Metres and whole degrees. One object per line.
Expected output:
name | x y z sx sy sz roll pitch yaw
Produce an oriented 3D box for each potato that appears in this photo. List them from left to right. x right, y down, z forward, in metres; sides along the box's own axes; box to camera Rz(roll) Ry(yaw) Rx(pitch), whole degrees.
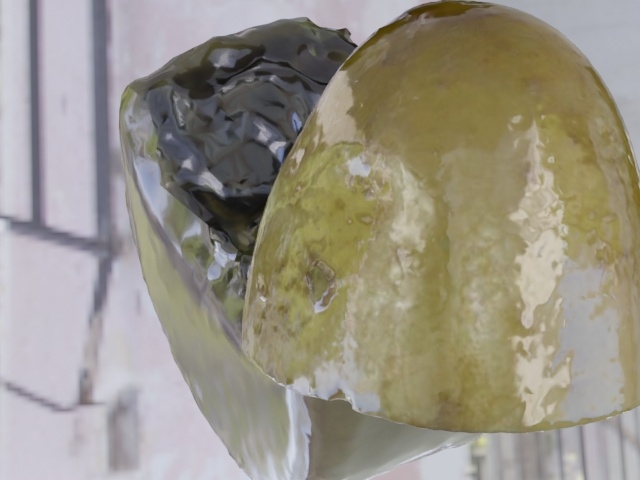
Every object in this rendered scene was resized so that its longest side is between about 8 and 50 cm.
potato | 0.056 -0.022 0.750 0.178 0.158 0.203 -2 -170 -8

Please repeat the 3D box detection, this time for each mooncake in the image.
mooncake | 0.000 0.000 1.449 0.246 0.394 0.393 -15 174 -25
